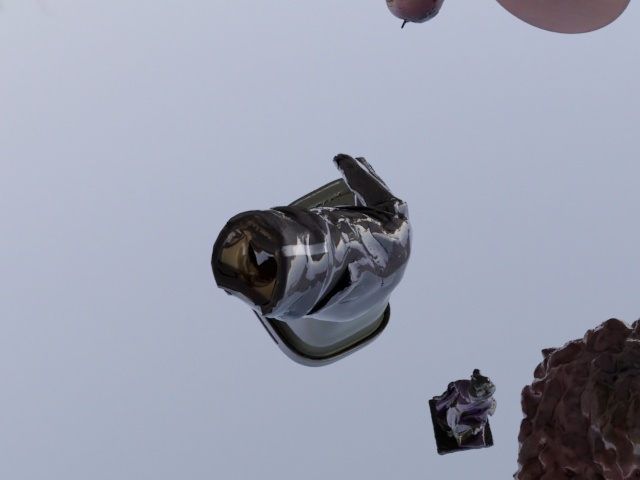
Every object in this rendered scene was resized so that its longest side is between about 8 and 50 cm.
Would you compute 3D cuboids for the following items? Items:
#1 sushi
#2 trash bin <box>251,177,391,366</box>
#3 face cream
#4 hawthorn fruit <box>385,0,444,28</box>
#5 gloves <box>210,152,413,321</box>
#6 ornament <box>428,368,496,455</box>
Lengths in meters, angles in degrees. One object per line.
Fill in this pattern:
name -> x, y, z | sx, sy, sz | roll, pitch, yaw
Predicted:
sushi -> 0.299, 0.181, 1.127 | 0.171, 0.270, 0.236 | -36, -138, 44
trash bin -> 0.013, 0.044, 2.198 | 0.219, 0.220, 0.250 | -30, 163, -25
face cream -> 0.221, -0.271, 1.247 | 0.149, 0.149, 0.104 | -3, -136, 41
hawthorn fruit -> 0.100, -0.263, 1.470 | 0.077, 0.077, 0.077 | -23, -151, 13
gloves -> 0.003, 0.009, 1.090 | 0.142, 0.119, 0.285 | -34, 180, 26
ornament -> 0.196, 0.225, 1.861 | 0.088, 0.081, 0.203 | -9, 163, -7
